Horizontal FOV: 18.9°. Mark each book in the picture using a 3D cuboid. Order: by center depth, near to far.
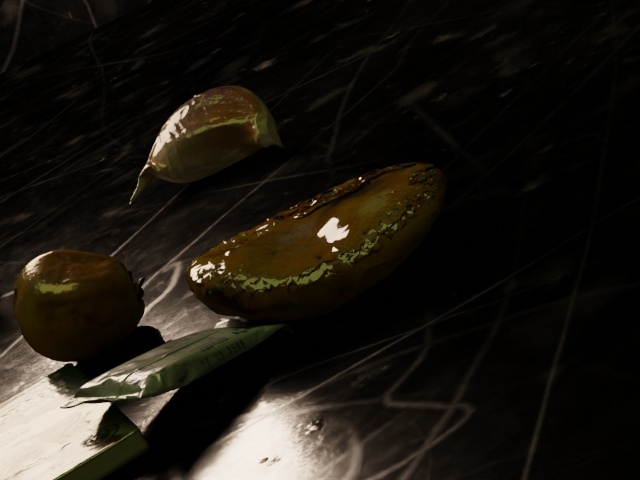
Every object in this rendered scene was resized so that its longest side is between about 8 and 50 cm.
[{"bbox_3d":[-0.278,0.199,1.751,0.202,0.027,0.264,-32,18,-12],"label":"book"}]

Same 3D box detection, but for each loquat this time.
[{"bbox_3d":[-0.245,0.064,1.953,0.137,0.113,0.137,-8,6,1],"label":"loquat"}]

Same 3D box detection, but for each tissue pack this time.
[{"bbox_3d":[-0.129,0.109,1.733,0.193,0.026,0.122,-24,9,-36],"label":"tissue pack"}]

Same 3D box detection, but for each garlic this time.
[{"bbox_3d":[-0.147,-0.117,2.357,0.198,0.090,0.128,-21,31,8],"label":"garlic"}]

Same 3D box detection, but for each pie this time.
[{"bbox_3d":[0.000,0.001,1.825,0.273,0.069,0.273,-21,18,7],"label":"pie"}]
